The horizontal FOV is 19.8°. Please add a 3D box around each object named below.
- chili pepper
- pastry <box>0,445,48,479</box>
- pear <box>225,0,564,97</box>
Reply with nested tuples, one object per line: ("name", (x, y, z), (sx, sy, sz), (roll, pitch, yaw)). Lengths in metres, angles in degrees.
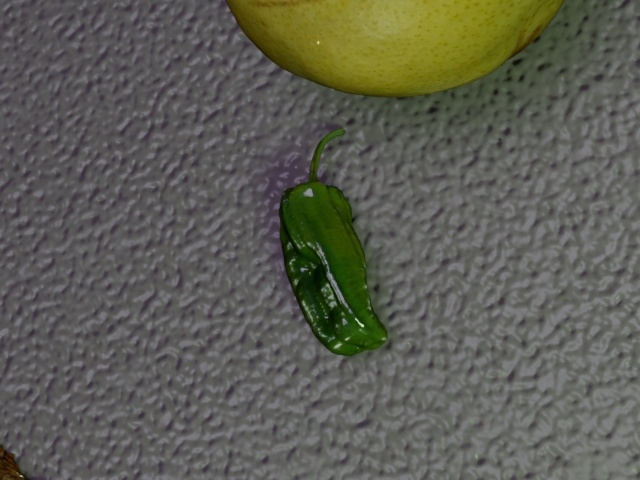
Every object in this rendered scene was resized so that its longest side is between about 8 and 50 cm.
("chili pepper", (-0.001, 0.001, 1.571), (0.072, 0.073, 0.204), (-28, 66, 28))
("pastry", (-0.311, 0.221, 1.638), (0.169, 0.063, 0.087), (29, 86, 26))
("pear", (0.065, -0.261, 1.483), (0.314, 0.314, 0.314), (-5, 75, 20))
